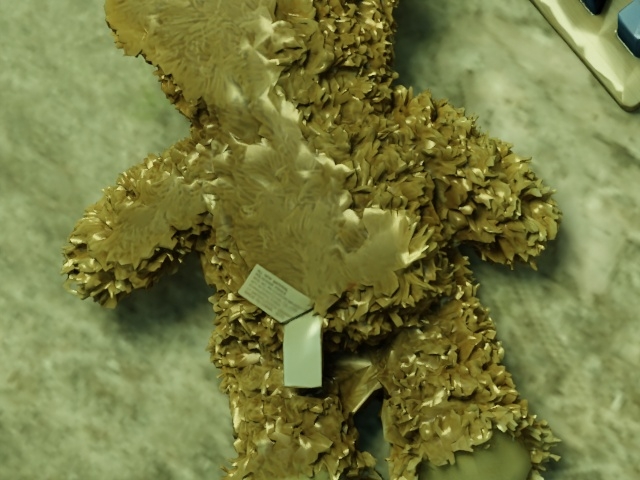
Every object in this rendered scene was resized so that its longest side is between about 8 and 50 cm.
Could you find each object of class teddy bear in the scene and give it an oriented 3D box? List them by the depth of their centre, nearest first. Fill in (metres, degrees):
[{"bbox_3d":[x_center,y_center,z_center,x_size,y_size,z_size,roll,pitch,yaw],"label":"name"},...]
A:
[{"bbox_3d":[0.000,0.000,0.859,0.245,0.113,0.338,-34,85,11],"label":"teddy bear"}]

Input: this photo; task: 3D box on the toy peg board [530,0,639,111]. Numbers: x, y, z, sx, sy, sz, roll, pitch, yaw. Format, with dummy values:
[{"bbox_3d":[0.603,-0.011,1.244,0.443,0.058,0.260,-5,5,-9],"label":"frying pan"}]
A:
[{"bbox_3d":[0.168,-0.182,0.858,0.161,0.079,0.161,-39,76,2],"label":"toy peg board"}]
